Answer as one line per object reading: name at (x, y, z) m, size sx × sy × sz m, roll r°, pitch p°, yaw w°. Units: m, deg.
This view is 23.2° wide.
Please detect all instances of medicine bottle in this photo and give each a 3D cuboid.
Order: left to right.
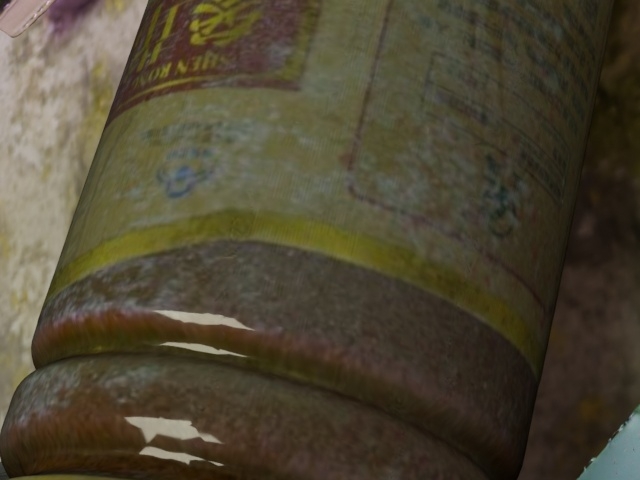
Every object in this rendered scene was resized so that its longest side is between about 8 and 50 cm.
medicine bottle at (0.000, 0.000, 0.490) m, size 0.151 × 0.151 × 0.322 m, roll -7°, pitch 58°, yaw 40°

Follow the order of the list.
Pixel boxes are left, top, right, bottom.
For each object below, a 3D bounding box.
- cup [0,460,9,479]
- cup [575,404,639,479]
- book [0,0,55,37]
cup at (-0.149, 0.233, 0.605) m, size 0.347 × 0.163 × 0.347 m, roll -14°, pitch 69°, yaw 38°
cup at (0.154, 0.144, 0.386) m, size 0.148 × 0.134 × 0.235 m, roll -28°, pitch 50°, yaw -2°
book at (-0.096, -0.223, 0.753) m, size 0.228 × 0.024 × 0.160 m, roll -40°, pitch 46°, yaw 29°
